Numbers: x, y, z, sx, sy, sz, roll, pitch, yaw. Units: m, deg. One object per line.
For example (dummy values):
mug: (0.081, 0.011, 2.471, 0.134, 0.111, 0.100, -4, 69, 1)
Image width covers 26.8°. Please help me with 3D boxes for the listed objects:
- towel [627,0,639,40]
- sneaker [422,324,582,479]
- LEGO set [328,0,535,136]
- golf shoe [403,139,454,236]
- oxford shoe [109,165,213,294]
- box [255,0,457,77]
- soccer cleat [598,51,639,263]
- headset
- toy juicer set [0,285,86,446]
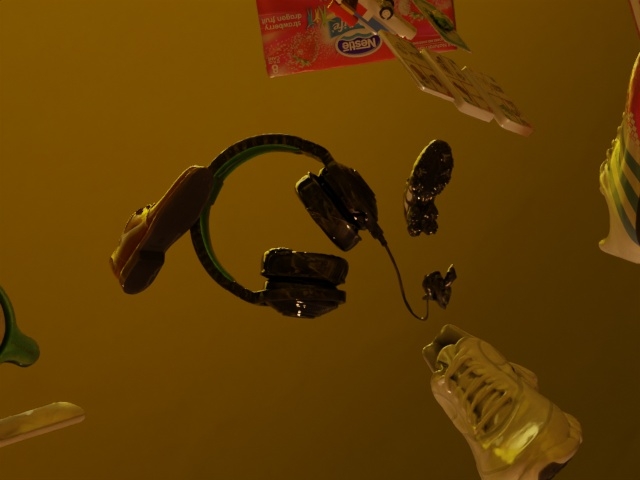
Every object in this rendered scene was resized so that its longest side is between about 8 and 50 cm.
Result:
towel: (0.347, -0.267, 1.276, 0.329, 0.037, 0.237, -118, -171, -78)
sneaker: (0.162, 0.160, 1.290, 0.118, 0.110, 0.292, 46, 2, -12)
LEGO set: (0.071, -0.185, 1.228, 0.060, 0.182, 0.244, -48, -124, 23)
golf shoe: (0.183, -0.106, 2.434, 0.094, 0.077, 0.198, -112, -150, -53)
oxford shoe: (-0.231, -0.029, 1.882, 0.076, 0.212, 0.076, 47, 15, 33)
box: (0.048, -0.305, 1.786, 0.122, 0.257, 0.128, -86, 168, -71)
soccer cleat: (0.448, -0.132, 1.896, 0.143, 0.116, 0.331, -4, -102, 61)
headset: (0.000, 0.000, 1.871, 0.394, 0.243, 0.185, 25, -3, 9)
toy juicer set: (-0.395, 0.100, 1.342, 0.329, 0.209, 0.089, 50, -45, -2)
